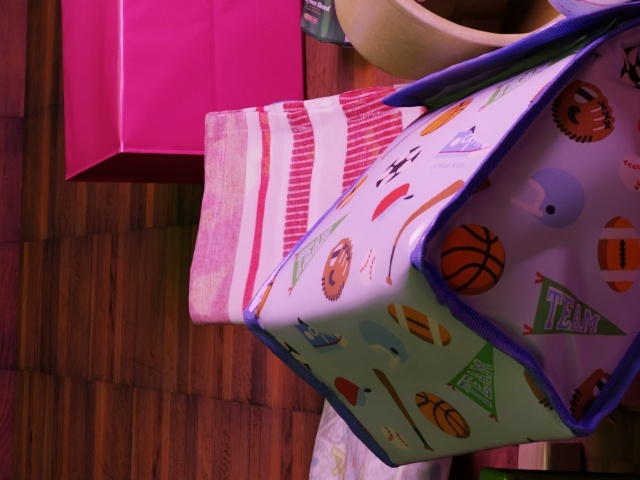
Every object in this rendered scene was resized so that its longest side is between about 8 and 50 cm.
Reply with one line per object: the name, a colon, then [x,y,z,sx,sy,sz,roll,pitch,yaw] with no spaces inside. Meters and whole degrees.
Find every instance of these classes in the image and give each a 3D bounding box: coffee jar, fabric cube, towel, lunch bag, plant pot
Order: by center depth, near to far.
lunch bag: [0.164,-0.034,1.425,0.385,0.239,0.328,-48,13,-24]
plant pot: [0.125,-0.270,1.638,0.254,0.276,0.276,132,136,-72]
towel: [0.047,0.270,1.808,0.374,0.090,0.321,-105,24,-71]
towel: [-0.013,-0.032,1.820,0.329,0.037,0.237,-4,78,45]
coffee jar: [0.033,-0.319,2.025,0.096,0.079,0.184,-141,58,-61]
fabric cube: [-0.179,-0.216,2.274,0.254,0.259,0.258,163,106,-64]

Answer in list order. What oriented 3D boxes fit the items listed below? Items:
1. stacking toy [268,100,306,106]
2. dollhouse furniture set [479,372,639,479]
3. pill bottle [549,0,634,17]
stacking toy: [0.000,0.000,1.911,0.302,0.175,0.166,-105,27,-47]
dollhouse furniture set: [0.180,0.139,1.557,0.197,0.151,0.302,-179,92,-66]
pill bottle: [0.223,-0.222,1.424,0.160,0.087,0.087,37,-125,-88]
